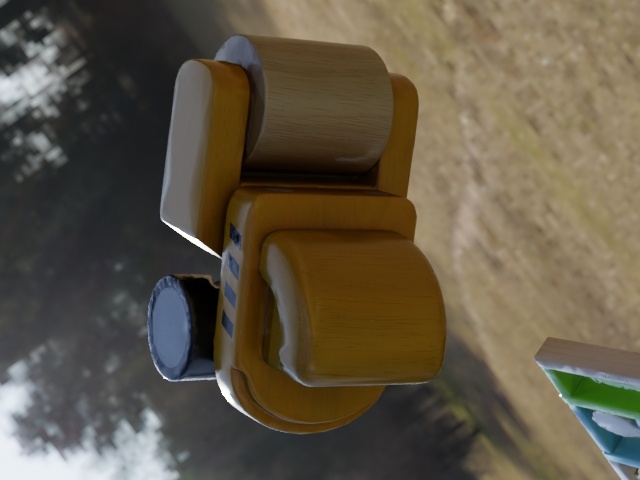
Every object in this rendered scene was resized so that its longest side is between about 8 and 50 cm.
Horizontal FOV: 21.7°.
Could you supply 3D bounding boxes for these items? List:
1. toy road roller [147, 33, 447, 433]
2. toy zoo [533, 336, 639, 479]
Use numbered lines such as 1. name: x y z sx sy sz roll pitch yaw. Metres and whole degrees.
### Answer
1. toy road roller: 0.000 0.000 1.411 0.240 0.202 0.329 21 107 58
2. toy zoo: 0.340 0.205 1.549 0.192 0.030 0.293 8 144 51
